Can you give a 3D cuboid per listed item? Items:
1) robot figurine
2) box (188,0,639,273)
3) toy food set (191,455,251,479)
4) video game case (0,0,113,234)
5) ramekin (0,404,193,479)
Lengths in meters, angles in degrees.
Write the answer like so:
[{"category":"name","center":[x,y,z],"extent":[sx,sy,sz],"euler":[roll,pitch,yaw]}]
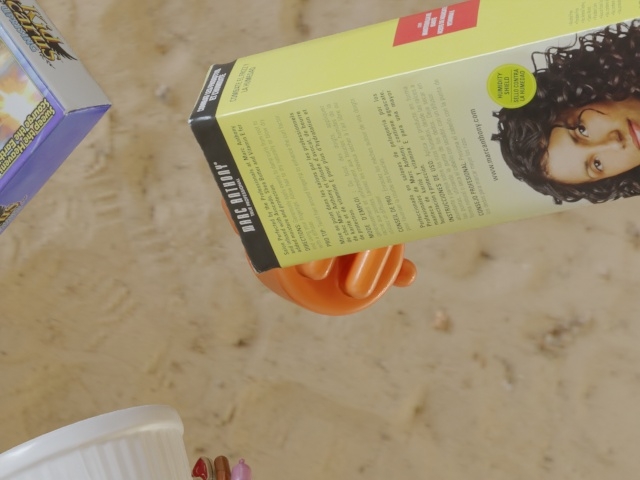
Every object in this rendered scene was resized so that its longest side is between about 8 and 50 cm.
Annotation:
[{"category":"robot figurine","center":[-0.002,-0.001,1.430],"extent":[0.158,0.219,0.128],"euler":[-16,98,-13]},{"category":"box","center":[0.068,-0.054,0.655],"extent":[0.058,0.232,0.087],"euler":[-76,148,-53]},{"category":"toy food set","center":[-0.092,0.238,1.476],"extent":[0.019,0.122,0.078],"euler":[20,92,-32]},{"category":"video game case","center":[-0.316,-0.109,1.202],"extent":[0.244,0.269,0.061],"euler":[53,31,11]},{"category":"ramekin","center":[-0.252,0.286,1.648],"extent":[0.273,0.273,0.127],"euler":[-16,71,-26]}]
